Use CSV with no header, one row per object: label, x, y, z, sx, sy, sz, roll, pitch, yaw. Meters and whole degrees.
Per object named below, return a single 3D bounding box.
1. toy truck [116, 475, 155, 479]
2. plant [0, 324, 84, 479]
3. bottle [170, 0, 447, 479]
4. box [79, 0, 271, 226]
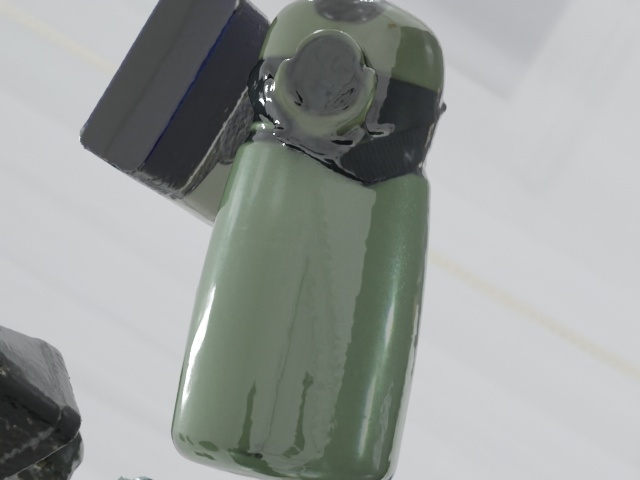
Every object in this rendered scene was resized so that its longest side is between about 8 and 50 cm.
toy truck,-0.099,0.235,1.227,0.100,0.169,0.077,-41,28,-22
plant,-0.350,0.180,2.061,0.164,0.142,0.256,-27,-44,1
bottle,0.000,-0.001,1.355,0.168,0.168,0.347,57,-137,-88
box,-0.083,-0.103,1.560,0.168,0.071,0.259,-59,-22,-1
